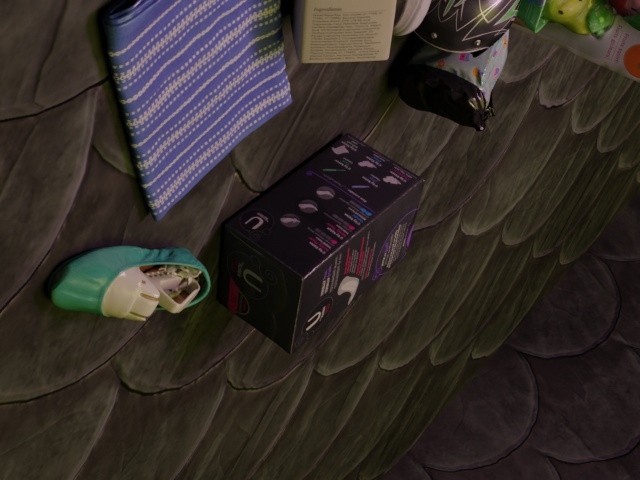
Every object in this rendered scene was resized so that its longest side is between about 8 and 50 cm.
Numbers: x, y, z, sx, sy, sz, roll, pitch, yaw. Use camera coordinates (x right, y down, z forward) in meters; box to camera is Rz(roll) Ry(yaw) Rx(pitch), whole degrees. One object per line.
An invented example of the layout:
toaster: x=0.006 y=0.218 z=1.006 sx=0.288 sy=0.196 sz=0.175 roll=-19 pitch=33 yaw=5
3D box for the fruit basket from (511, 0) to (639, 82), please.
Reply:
fruit basket: x=0.423 y=-0.395 z=1.757 sx=0.165 sy=0.353 sz=0.327 roll=-37 pitch=151 yaw=-42

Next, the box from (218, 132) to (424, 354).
box: x=0.000 y=0.000 z=1.686 sx=0.270 sy=0.143 sz=0.165 roll=-39 pitch=152 yaw=-37

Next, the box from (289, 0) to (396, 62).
box: x=0.029 y=-0.326 z=1.320 sx=0.113 sy=0.094 sz=0.275 roll=-2 pitch=139 yaw=-8

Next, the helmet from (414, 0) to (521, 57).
helmet: x=0.190 y=-0.329 z=1.619 sx=0.169 sy=0.169 sz=0.161 roll=-58 pitch=174 yaw=3

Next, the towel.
towel: x=-0.120 y=-0.191 z=1.323 sx=0.243 sy=0.040 sz=0.336 roll=-45 pitch=155 yaw=-24

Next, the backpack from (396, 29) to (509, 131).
backpack: x=0.209 y=-0.269 z=1.767 sx=0.182 sy=0.152 sz=0.115 roll=-62 pitch=170 yaw=-21

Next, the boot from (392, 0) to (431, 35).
boot: x=0.074 y=-0.355 z=1.458 sx=0.123 sy=0.095 sz=0.258 roll=-29 pitch=137 yaw=-39

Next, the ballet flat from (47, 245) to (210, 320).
ballet flat: x=-0.205 y=0.051 z=1.407 sx=0.247 sy=0.087 sz=0.083 roll=-8 pitch=127 yaw=-61
